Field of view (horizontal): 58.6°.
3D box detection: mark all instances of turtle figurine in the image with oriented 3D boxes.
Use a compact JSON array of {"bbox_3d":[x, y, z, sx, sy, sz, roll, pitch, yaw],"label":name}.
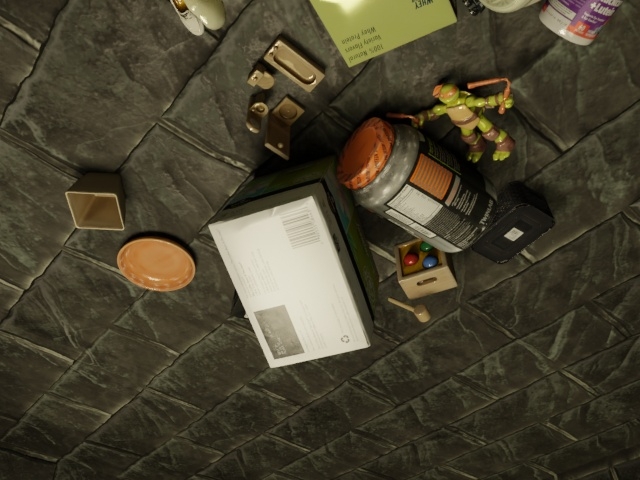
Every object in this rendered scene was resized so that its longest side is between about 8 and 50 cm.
[{"bbox_3d":[0.287,-0.249,1.159,0.270,0.087,0.217,-10,142,41],"label":"turtle figurine"}]

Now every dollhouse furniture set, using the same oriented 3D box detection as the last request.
[{"bbox_3d":[-0.072,-0.274,1.105,0.144,0.123,0.151,31,127,-27],"label":"dollhouse furniture set"}]

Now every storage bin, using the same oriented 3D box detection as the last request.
[{"bbox_3d":[0.450,-0.039,1.367,0.122,0.084,0.180,25,130,-23],"label":"storage bin"}]

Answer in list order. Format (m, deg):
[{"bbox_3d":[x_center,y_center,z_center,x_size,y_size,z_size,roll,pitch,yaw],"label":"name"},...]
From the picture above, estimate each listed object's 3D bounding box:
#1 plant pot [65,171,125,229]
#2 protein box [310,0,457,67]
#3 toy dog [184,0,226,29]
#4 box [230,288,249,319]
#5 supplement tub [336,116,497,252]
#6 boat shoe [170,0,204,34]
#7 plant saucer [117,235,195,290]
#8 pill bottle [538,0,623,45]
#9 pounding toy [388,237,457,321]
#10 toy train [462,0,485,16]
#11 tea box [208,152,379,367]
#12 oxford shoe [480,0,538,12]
[{"bbox_3d":[-0.501,-0.097,1.301,0.109,0.096,0.109,2,135,-3],"label":"plant pot"},{"bbox_3d":[0.092,-0.431,0.922,0.200,0.135,0.201,-15,133,28],"label":"protein box"},{"bbox_3d":[-0.095,-0.536,0.731,0.408,0.395,0.285,-25,160,23],"label":"toy dog"},{"bbox_3d":[-0.158,0.086,1.424,0.078,0.180,0.147,17,132,-14],"label":"box"},{"bbox_3d":[0.202,-0.118,1.210,0.316,0.193,0.193,28,129,-25],"label":"supplement tub"},{"bbox_3d":[-0.244,-0.413,1.029,0.035,0.035,0.100,-14,133,14],"label":"boat shoe"},{"bbox_3d":[-0.427,0.056,1.495,0.200,0.037,0.199,0,134,0],"label":"plant saucer"},{"bbox_3d":[0.467,-0.438,0.952,0.108,0.108,0.193,15,133,-14],"label":"pill bottle"},{"bbox_3d":[0.237,0.095,1.414,0.181,0.206,0.094,-19,131,19],"label":"pounding toy"},{"bbox_3d":[0.241,-0.457,0.990,0.036,0.027,0.158,-33,126,26],"label":"toy train"},{"bbox_3d":[-0.032,0.030,1.204,0.220,0.323,0.328,-15,110,14],"label":"tea box"},{"bbox_3d":[0.367,-0.560,0.830,0.130,0.169,0.449,-18,140,-41],"label":"oxford shoe"}]
